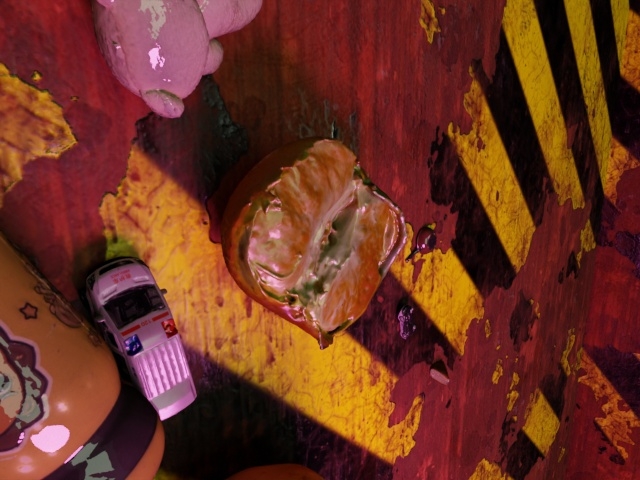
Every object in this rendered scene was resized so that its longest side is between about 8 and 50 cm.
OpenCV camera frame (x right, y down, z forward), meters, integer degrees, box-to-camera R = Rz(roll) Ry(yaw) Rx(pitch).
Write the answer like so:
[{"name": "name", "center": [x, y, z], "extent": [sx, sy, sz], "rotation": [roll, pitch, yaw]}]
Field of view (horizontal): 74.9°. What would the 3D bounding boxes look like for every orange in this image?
[{"name": "orange", "center": [-0.006, -0.004, 0.652], "extent": [0.335, 0.196, 0.262], "rotation": [35, 90, -36]}]

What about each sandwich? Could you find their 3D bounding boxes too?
[{"name": "sandwich", "center": [0.314, 0.351, 1.115], "extent": [0.083, 0.044, 0.030], "rotation": [-66, 160, -74]}]

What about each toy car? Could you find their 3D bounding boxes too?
[{"name": "toy car", "center": [0.202, 0.190, 0.988], "extent": [0.041, 0.025, 0.093], "rotation": [-33, 123, -34]}, {"name": "toy car", "center": [-0.229, 0.126, 0.538], "extent": [0.090, 0.108, 0.209], "rotation": [-23, 113, -37]}]

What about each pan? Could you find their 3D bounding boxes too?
[{"name": "pan", "center": [0.241, 0.017, 0.986], "extent": [0.115, 0.024, 0.068], "rotation": [-45, 126, -26]}]

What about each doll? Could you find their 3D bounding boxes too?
[{"name": "doll", "center": [-0.161, -0.284, 0.503], "extent": [0.278, 0.150, 0.175], "rotation": [-55, 141, -35]}]

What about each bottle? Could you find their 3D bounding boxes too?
[{"name": "bottle", "center": [-0.294, 0.139, 0.407], "extent": [0.171, 0.172, 0.351], "rotation": [-44, 116, -26]}]

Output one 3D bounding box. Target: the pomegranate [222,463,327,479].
[{"name": "pomegranate", "center": [-0.075, 0.547, 0.583], "extent": [0.412, 0.412, 0.410], "rotation": [-10, 106, -40]}]
